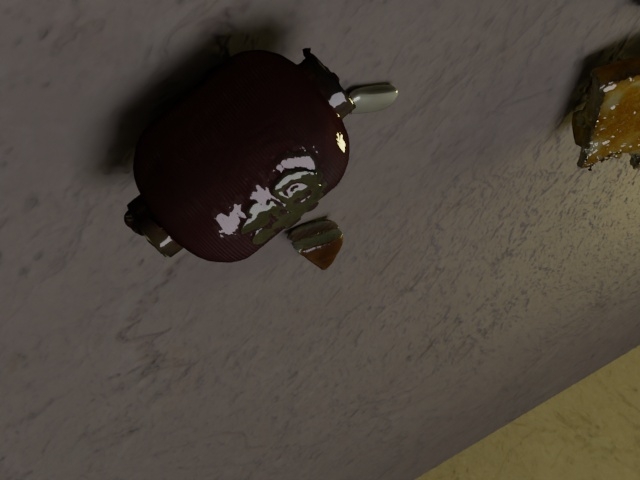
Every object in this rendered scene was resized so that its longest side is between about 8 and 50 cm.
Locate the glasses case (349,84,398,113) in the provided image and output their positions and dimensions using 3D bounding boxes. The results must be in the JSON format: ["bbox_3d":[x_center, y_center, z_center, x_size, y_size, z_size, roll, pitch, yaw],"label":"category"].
[{"bbox_3d":[0.059,-0.167,1.457,0.083,0.021,0.032,-13,148,-44],"label":"glasses case"}]

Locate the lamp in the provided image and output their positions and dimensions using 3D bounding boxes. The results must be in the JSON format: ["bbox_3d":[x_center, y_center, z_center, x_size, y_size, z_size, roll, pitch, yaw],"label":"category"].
[{"bbox_3d":[-0.079,-0.077,1.232,0.258,0.180,0.180,-40,157,5],"label":"lamp"}]

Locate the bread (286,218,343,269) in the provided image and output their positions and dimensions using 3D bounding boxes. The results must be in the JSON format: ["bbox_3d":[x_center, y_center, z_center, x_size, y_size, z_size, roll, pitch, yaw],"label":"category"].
[{"bbox_3d":[0.000,0.000,1.664,0.062,0.043,0.109,-39,156,10],"label":"bread"}]

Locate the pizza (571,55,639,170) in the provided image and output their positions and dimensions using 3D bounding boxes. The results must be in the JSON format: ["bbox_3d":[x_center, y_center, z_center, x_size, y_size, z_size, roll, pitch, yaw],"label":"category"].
[{"bbox_3d":[0.488,-0.205,1.887,0.323,0.089,0.223,-3,142,-36],"label":"pizza"}]
